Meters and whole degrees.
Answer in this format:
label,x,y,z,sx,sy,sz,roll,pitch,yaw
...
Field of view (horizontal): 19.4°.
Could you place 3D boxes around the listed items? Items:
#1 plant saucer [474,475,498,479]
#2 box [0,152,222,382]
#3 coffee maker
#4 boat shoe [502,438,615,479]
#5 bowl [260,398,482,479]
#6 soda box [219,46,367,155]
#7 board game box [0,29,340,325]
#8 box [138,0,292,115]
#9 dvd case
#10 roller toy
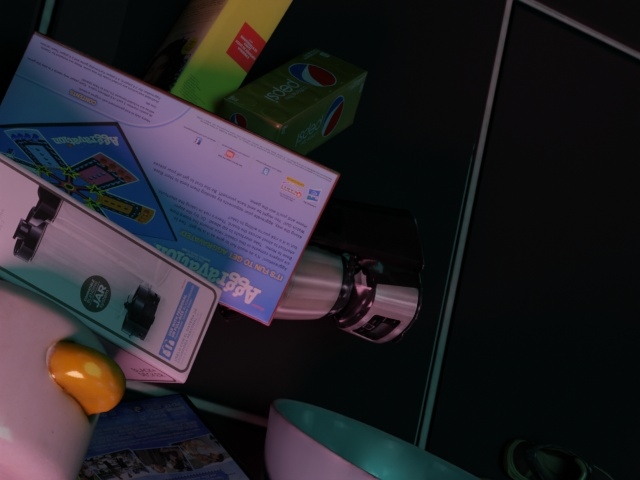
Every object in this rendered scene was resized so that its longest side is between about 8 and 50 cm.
label,x,y,z,sx,sy,sz,roll,pitch,yaw
plant saucer,0.155,0.372,1.850,0.278,0.041,0.278,3,85,-37
box,-0.243,0.013,1.501,0.290,0.169,0.087,32,69,-29
coffee maker,0.000,0.000,1.709,0.178,0.120,0.171,11,80,-36
boat shoe,0.254,0.243,1.922,0.152,0.049,0.056,21,75,-34
bowl,0.063,0.280,1.659,0.311,0.311,0.163,24,94,-33
soda box,-0.027,-0.115,1.679,0.181,0.061,0.058,-38,150,-56
board game box,-0.140,-0.051,1.571,0.281,0.027,0.145,25,93,-8
box,-0.100,-0.166,1.666,0.058,0.087,0.232,43,63,-27
dvd case,-0.127,0.218,1.544,0.180,0.253,0.022,-6,126,-37
roller toy,-0.263,0.114,1.434,0.191,0.209,0.146,25,61,-14
